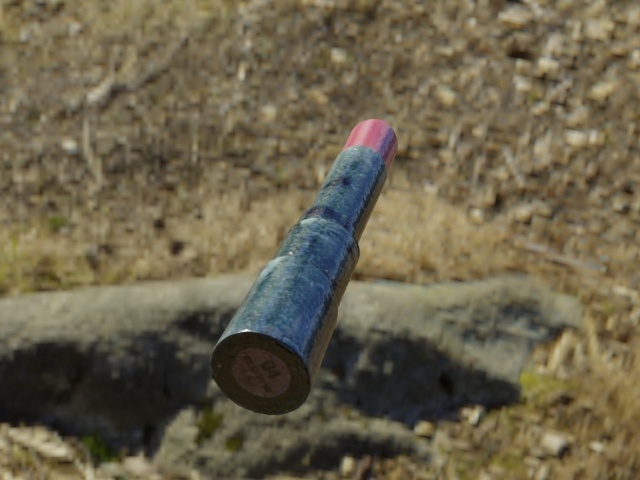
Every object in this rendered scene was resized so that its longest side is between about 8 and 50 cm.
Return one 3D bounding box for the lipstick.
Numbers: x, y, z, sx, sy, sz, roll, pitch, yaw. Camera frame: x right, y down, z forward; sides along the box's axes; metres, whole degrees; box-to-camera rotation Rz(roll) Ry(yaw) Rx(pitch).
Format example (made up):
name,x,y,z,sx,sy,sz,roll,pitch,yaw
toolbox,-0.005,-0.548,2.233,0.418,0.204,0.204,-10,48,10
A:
name,x,y,z,sx,sy,sz,roll,pitch,yaw
lipstick,0.000,0.000,0.954,0.053,0.053,0.234,14,39,8
